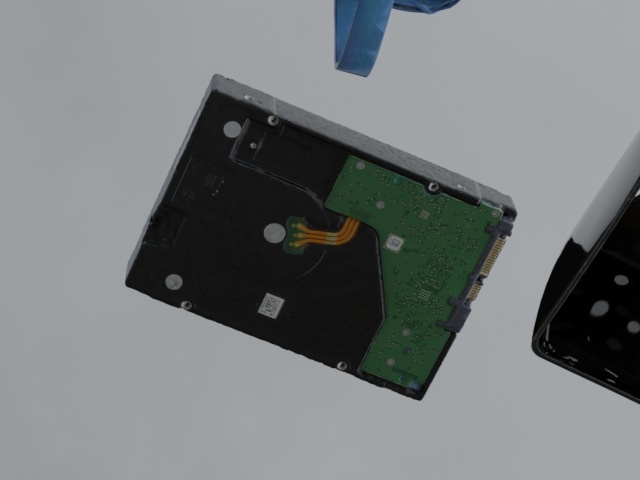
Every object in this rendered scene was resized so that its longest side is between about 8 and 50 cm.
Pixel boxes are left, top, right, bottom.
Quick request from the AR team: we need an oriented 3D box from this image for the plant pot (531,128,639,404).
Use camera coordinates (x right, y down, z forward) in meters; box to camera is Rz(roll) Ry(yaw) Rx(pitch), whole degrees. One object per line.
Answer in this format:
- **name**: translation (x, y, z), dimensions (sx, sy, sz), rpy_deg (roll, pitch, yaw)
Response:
- **plant pot**: translation (0.284, 0.011, 1.471), dimensions (0.188, 0.187, 0.167), rpy_deg (-59, -169, 27)

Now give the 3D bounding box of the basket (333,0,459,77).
- **basket**: translation (0.053, -0.278, 1.401), dimensions (0.289, 0.201, 0.255), rpy_deg (-101, -153, -64)

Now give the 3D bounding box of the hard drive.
- **hard drive**: translation (0.000, 0.000, 1.922), dimensions (0.064, 0.339, 0.237), rpy_deg (-92, -154, -66)
